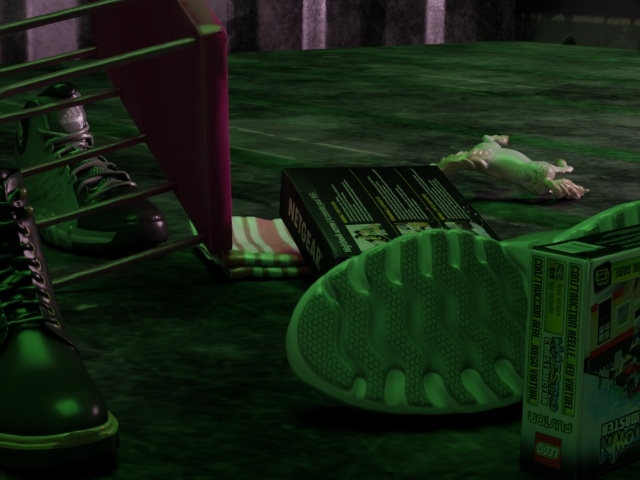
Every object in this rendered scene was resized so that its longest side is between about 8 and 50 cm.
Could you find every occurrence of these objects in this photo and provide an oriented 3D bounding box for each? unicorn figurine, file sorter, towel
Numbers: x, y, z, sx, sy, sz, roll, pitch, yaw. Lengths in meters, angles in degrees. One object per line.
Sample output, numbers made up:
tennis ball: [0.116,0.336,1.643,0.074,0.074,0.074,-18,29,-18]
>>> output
unicorn figurine: [0.186,-0.074,1.497,0.162,0.060,0.111,6,12,25]
file sorter: [-0.204,-0.132,1.117,0.182,0.202,0.290,-17,45,-18]
towel: [0.000,0.000,1.203,0.197,0.029,0.144,-2,13,-16]

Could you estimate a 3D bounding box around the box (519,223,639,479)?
box: [0.184,0.047,0.775,0.207,0.114,0.036,-11,17,-44]

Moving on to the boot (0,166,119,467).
boot: [-0.163,0.031,0.772,0.077,0.137,0.198,-6,14,-30]

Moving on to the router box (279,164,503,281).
router box: [0.052,-0.007,1.116,0.133,0.046,0.179,-2,24,-14]

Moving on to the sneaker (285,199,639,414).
sneaker: [0.099,0.052,0.869,0.281,0.105,0.115,-8,-15,-30]

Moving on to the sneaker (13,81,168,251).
sneaker: [-0.211,-0.068,1.263,0.086,0.132,0.229,-9,15,-39]
